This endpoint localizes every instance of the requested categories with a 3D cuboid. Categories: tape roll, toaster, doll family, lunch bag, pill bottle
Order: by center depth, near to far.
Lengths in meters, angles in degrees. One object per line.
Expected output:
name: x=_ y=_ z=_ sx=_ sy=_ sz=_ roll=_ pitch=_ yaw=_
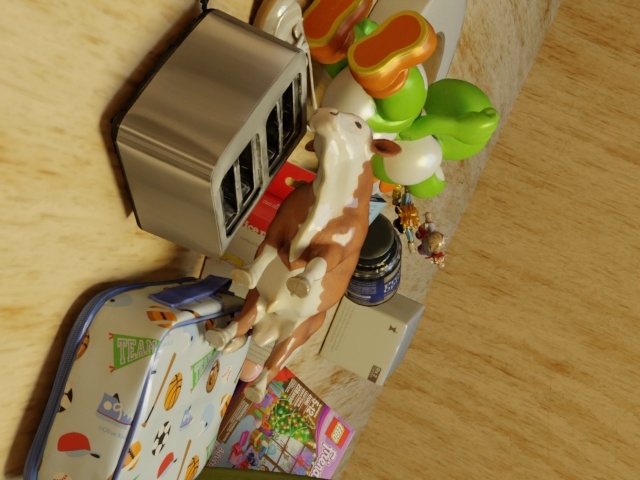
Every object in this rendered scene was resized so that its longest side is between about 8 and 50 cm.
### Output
toaster: x=-0.096 y=-0.100 z=0.866 sx=0.168 sy=0.110 sz=0.185 roll=-58 pitch=165 yaw=-27
lunch bag: x=-0.174 y=0.151 z=1.018 sx=0.303 sy=0.115 sz=0.243 roll=-8 pitch=117 yaw=-75
tape roll: x=0.118 y=-0.240 z=1.506 sx=0.392 sy=0.072 sz=0.392 roll=-58 pitch=164 yaw=-27
doll family: x=0.156 y=-0.073 z=1.756 sx=0.163 sy=0.118 sz=0.263 roll=167 pitch=-85 yaw=-87
pill bottle: x=0.087 y=0.031 z=1.758 sx=0.123 sy=0.123 sz=0.219 roll=-60 pitch=166 yaw=-18

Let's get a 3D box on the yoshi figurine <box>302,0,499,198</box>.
yoshi figurine: x=0.121 y=-0.188 z=1.216 sx=0.362 sy=0.203 sz=0.203 roll=52 pitch=38 yaw=-59

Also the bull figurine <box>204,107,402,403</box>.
bull figurine: x=-0.020 y=0.018 z=0.961 sx=0.188 sy=0.101 sz=0.310 roll=-50 pitch=164 yaw=-44

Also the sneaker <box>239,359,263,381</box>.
sneaker: x=-0.096 y=0.140 z=1.423 sx=0.134 sy=0.051 sz=0.070 roll=-65 pitch=165 yaw=-11

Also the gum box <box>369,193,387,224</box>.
gum box: x=0.000 y=0.000 z=1.399 sx=0.184 sy=0.041 sz=0.157 roll=-52 pitch=161 yaw=17

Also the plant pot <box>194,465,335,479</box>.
plant pot: x=-0.096 y=0.438 z=1.196 sx=0.366 sy=0.353 sz=0.366 roll=-160 pitch=-90 yaw=-81

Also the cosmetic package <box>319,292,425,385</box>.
cosmetic package: x=0.115 y=0.195 z=2.088 sx=0.151 sy=0.151 sz=0.184 roll=-69 pitch=166 yaw=15

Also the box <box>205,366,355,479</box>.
box: x=-0.088 y=0.339 z=1.464 sx=0.057 sy=0.201 sz=0.293 roll=-34 pitch=-164 yaw=46

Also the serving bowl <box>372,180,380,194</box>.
serving bowl: x=0.081 y=-0.109 z=1.392 sx=0.083 sy=0.027 sz=0.083 roll=-57 pitch=164 yaw=-26

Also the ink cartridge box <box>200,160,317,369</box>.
ink cartridge box: x=-0.062 y=0.025 z=1.164 sx=0.078 sy=0.134 sz=0.231 roll=-36 pitch=148 yaw=-62

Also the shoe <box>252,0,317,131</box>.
shoe: x=-0.032 y=-0.191 z=1.053 sx=0.076 sy=0.058 sz=0.219 roll=-58 pitch=165 yaw=-24
